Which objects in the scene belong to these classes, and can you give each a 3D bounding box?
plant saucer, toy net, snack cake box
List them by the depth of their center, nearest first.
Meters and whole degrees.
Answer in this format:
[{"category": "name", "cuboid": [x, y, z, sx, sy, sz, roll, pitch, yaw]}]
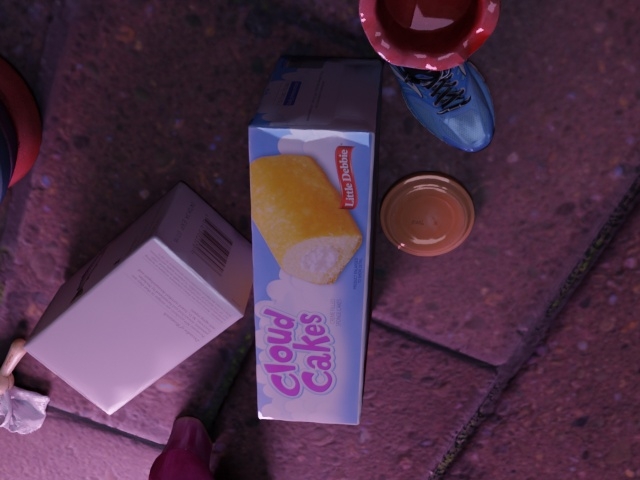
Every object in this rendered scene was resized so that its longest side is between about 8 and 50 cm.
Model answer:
[{"category": "snack cake box", "cuboid": [0.000, 0.000, 0.678, 0.089, 0.152, 0.264, 3, 121, 4]}, {"category": "plant saucer", "cuboid": [0.094, -0.021, 0.737, 0.084, 0.013, 0.083, 3, 121, 4]}, {"category": "toy net", "cuboid": [-0.355, 0.122, 0.845, 0.122, 0.045, 0.232, -5, 120, 8]}]

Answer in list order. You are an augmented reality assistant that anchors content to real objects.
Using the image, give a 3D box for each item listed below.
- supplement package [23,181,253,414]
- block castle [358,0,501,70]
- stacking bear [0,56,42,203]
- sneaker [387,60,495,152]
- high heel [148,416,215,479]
[{"category": "supplement package", "cuboid": [-0.158, 0.053, 0.751, 0.179, 0.105, 0.105, -38, 111, 23]}, {"category": "block castle", "cuboid": [0.179, -0.298, 0.411, 0.303, 0.212, 0.453, 5, 131, 1]}, {"category": "stacking bear", "cuboid": [-0.331, -0.037, 0.605, 0.164, 0.289, 0.175, 2, 121, 4]}, {"category": "sneaker", "cuboid": [0.080, -0.127, 0.639, 0.063, 0.073, 0.162, -31, 114, 21]}, {"category": "high heel", "cuboid": [-0.114, 0.312, 0.895, 0.082, 0.117, 0.244, -9, 119, 10]}]
